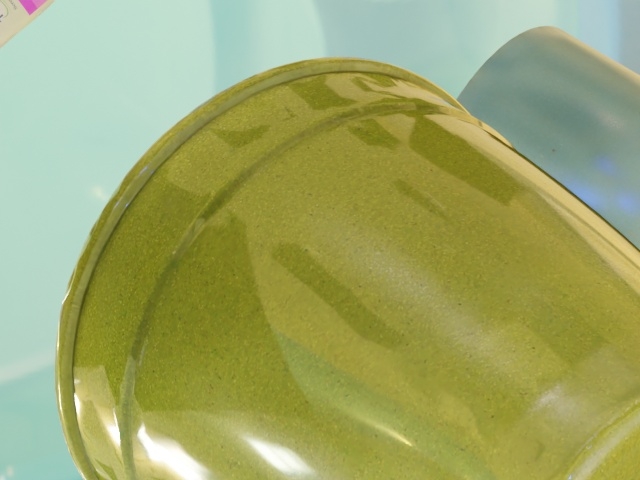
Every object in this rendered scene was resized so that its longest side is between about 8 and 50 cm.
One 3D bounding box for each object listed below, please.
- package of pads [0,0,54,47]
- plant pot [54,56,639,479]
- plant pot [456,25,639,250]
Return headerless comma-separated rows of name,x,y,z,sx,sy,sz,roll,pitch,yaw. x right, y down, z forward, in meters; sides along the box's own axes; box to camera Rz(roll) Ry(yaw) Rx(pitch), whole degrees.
package of pads,-0.531,-0.371,1.935,0.229,0.101,0.296,-44,115,-16
plant pot,0.083,0.114,0.855,0.366,0.353,0.366,-16,119,-30
plant pot,0.265,-0.028,1.396,0.293,0.235,0.293,-38,145,-34
